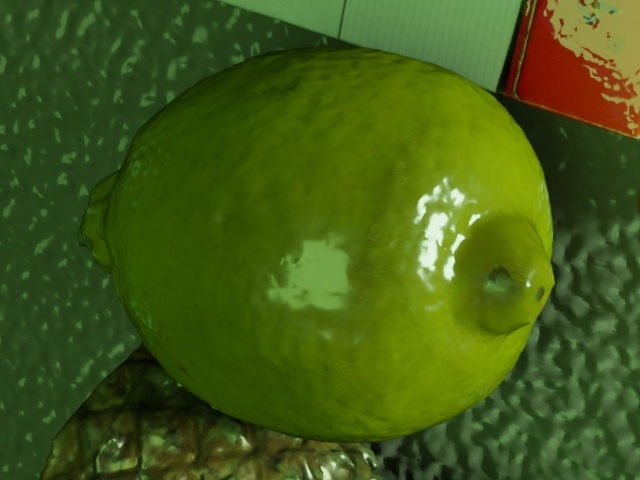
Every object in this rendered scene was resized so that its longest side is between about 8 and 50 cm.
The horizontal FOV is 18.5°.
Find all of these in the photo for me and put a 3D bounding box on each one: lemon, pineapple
[{"bbox_3d":[0.000,0.000,0.909,0.248,0.184,0.184,9,108,31],"label":"lemon"},{"bbox_3d":[0.001,0.158,0.974,0.279,0.158,0.157,23,114,17],"label":"pineapple"}]

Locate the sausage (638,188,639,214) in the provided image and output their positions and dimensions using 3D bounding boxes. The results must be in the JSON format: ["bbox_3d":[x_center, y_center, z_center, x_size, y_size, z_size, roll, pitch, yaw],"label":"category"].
[{"bbox_3d":[0.168,-0.047,0.892,0.031,0.031,0.107,21,113,22],"label":"sausage"}]

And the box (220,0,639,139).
[{"bbox_3d":[0.058,-0.148,0.919,0.245,0.035,0.139,22,114,22],"label":"box"}]
